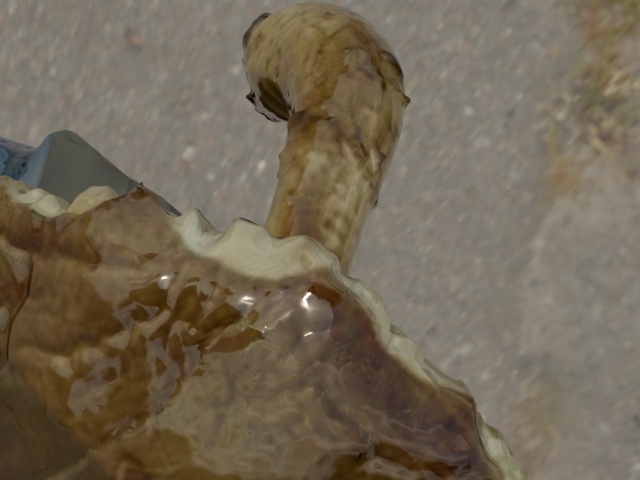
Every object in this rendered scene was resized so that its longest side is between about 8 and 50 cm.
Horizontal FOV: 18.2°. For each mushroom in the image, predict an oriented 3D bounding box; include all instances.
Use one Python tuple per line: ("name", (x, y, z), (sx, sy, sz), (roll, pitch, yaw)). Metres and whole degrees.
("mushroom", (-0.029, 0.002, 0.673), (0.208, 0.233, 0.302), (8, 63, -29))

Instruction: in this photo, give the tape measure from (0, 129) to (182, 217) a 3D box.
("tape measure", (-0.160, 0.082, 0.992), (0.138, 0.262, 0.259), (10, 85, 21))
